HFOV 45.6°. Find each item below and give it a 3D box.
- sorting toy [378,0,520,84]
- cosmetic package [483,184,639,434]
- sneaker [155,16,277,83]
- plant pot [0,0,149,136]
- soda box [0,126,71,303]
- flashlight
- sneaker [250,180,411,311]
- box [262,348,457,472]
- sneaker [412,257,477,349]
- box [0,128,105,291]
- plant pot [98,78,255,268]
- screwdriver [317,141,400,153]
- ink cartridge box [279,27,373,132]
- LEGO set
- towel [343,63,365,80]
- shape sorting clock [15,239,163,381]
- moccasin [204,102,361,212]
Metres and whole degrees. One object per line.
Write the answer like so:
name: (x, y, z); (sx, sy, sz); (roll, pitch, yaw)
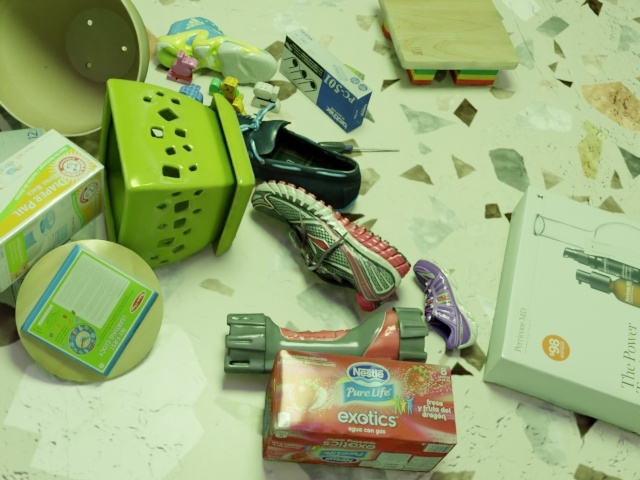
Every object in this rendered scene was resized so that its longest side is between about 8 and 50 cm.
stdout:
sorting toy: (0.260, -0.443, 1.645); (0.257, 0.089, 0.255); (-3, 56, -15)
cosmetic package: (0.452, 0.107, 1.301); (0.285, 0.097, 0.377); (17, 53, 3)
sneaker: (-0.198, -0.389, 1.500); (0.240, 0.091, 0.126); (10, 53, -5)
plant pot: (-0.418, -0.338, 1.332); (0.284, 0.284, 0.191); (20, 19, 1)
soda box: (-0.456, -0.042, 1.195); (0.098, 0.091, 0.286); (-12, 59, -22)
flashlight: (0.007, 0.149, 1.168); (0.304, 0.103, 0.103); (3, 96, -7)
sneaker: (0.000, 0.000, 1.263); (0.299, 0.121, 0.112); (33, 85, 20)
box: (0.051, 0.246, 1.087); (0.257, 0.128, 0.122); (7, 54, -8)
sneaker: (0.196, 0.103, 1.262); (0.071, 0.068, 0.169); (-18, 62, -17)
box: (-0.415, -0.046, 1.080); (0.103, 0.114, 0.203); (36, 54, 11)
plant pot: (-0.232, -0.100, 1.213); (0.207, 0.228, 0.227); (-4, 56, -24)
screwdriver: (0.075, -0.178, 1.456); (0.170, 0.025, 0.024); (-3, 56, -14)
ink cartridge box: (0.008, -0.315, 1.491); (0.046, 0.097, 0.207); (-34, 69, -30)
LEGO set: (-0.187, -0.289, 1.430); (0.227, 0.093, 0.087); (17, 54, -1)
towel: (0.048, -0.331, 1.567); (0.060, 0.009, 0.083); (33, 54, 11)
shape sorting clock: (-0.332, 0.101, 1.106); (0.206, 0.040, 0.206); (1, 87, -17)
moccasin: (-0.078, -0.175, 1.360); (0.342, 0.116, 0.137); (21, 53, 2)
